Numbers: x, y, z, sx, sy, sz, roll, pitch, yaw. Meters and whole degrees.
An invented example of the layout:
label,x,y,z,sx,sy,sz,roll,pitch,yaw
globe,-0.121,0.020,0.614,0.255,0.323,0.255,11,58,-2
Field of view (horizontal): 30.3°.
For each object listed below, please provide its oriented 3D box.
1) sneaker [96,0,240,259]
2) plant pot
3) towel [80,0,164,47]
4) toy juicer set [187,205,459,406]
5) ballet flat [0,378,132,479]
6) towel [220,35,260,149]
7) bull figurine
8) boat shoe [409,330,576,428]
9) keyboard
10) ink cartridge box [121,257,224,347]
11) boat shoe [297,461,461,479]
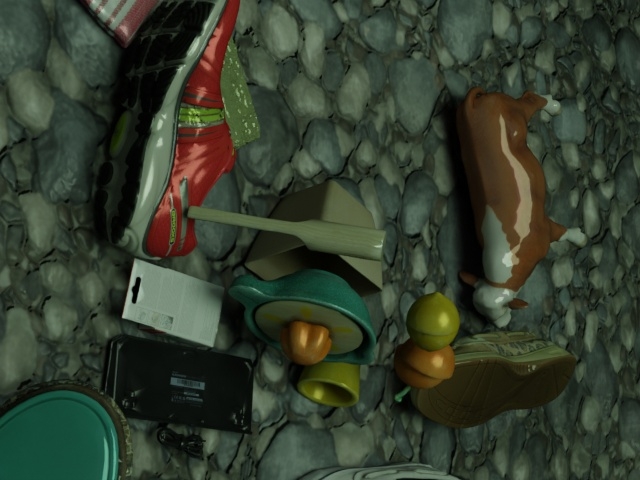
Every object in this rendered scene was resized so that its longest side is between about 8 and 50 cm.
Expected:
label,x,y,z,sx,sy,sz,roll,pitch,yaw
sneaker,-0.128,-0.117,1.140,0.118,0.107,0.279,18,90,-40
plant pot,0.000,0.000,1.270,0.109,0.109,0.096,38,48,-36
towel,-0.215,-0.301,1.132,0.197,0.029,0.144,47,59,-31
toy juicer set,0.024,0.079,1.160,0.329,0.209,0.090,55,41,-48
ballet flat,-0.281,0.343,0.919,0.164,0.182,0.483,20,71,2
towel,-0.119,-0.157,1.213,0.110,0.027,0.148,-32,108,-43
bull figurine,0.250,-0.047,1.522,0.188,0.101,0.311,-15,99,-49
boat shoe,0.200,0.163,1.471,0.285,0.089,0.105,4,118,-44
keyboard,-0.138,0.159,1.171,0.180,0.023,0.108,17,68,-42
ink cartridge box,-0.150,0.062,1.162,0.115,0.029,0.063,22,71,-40
boat shoe,0.062,0.291,1.312,0.258,0.084,0.095,-9,93,-45
